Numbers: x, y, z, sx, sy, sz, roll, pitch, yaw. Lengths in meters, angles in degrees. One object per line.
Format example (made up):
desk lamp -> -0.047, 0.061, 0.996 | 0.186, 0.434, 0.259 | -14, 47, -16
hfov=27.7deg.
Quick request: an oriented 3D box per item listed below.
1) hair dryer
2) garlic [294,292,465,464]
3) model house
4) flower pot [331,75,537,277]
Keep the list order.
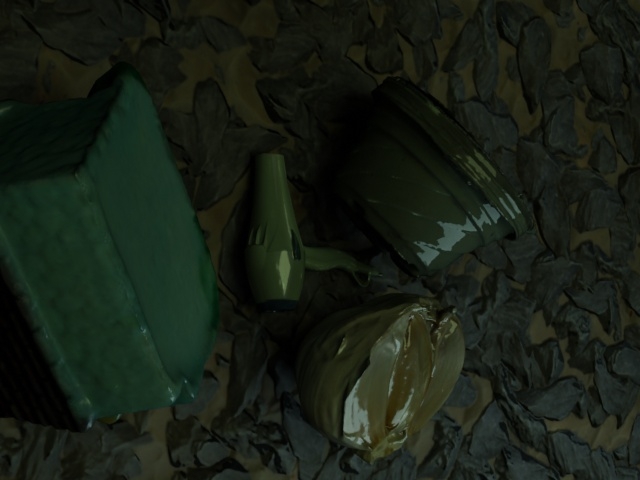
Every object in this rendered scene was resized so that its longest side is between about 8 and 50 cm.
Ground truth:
hair dryer -> -0.009, -0.018, 1.387 | 0.199, 0.067, 0.167 | -15, 94, -47
garlic -> 0.053, 0.127, 1.373 | 0.229, 0.143, 0.177 | 6, 105, -51
model house -> -0.254, 0.023, 1.131 | 0.230, 0.249, 0.280 | -79, 155, -59
flower pot -> 0.105, -0.051, 1.386 | 0.140, 0.235, 0.235 | -45, 119, -4
